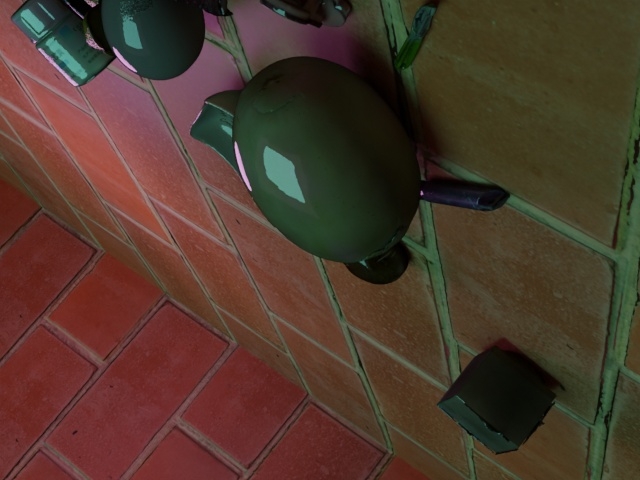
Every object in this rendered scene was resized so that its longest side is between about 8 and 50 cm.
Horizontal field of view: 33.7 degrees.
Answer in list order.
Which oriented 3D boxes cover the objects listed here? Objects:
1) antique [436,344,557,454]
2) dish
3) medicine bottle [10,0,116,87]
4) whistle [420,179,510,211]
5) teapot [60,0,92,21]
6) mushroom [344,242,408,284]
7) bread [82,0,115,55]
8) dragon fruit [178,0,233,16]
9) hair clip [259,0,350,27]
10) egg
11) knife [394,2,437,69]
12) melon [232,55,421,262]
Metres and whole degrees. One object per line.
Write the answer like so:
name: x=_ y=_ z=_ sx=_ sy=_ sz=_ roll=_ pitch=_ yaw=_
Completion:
antique: x=0.318 y=0.282 z=1.889 sx=0.152 sy=0.148 sz=0.147 roll=39 pitch=163 yaw=3
dish: x=-0.131 y=-0.183 z=1.776 sx=0.151 sy=0.077 sz=0.212 roll=43 pitch=163 yaw=-4
medicine bottle: x=-0.441 y=-0.371 z=1.860 sx=0.168 sy=0.135 sz=0.135 roll=48 pitch=162 yaw=-21
whistle: x=0.192 y=-0.063 z=1.471 sx=0.033 sy=0.033 sz=0.176 roll=49 pitch=161 yaw=-30
teapot: x=-0.364 y=-0.386 z=1.740 sx=0.177 sy=0.087 sz=0.096 roll=41 pitch=168 yaw=-5
mushroom: x=0.073 y=0.020 z=1.862 sx=0.170 sy=0.080 sz=0.135 roll=19 pitch=144 yaw=43
bread: x=-0.338 y=-0.359 z=1.616 sx=0.065 sy=0.188 sz=0.149 roll=-13 pitch=125 yaw=23
dragon fruit: x=-0.179 y=-0.366 z=1.410 sx=0.147 sy=0.096 sz=0.102 roll=14 pitch=-168 yaw=-36
hair clip: x=-0.009 y=-0.312 z=1.268 sx=0.123 sy=0.102 sz=0.138 roll=36 pitch=-164 yaw=18
egg: x=-0.243 y=-0.321 z=1.536 sx=0.146 sy=0.146 sz=0.199 roll=30 pitch=148 yaw=29
knife: x=0.110 y=-0.236 z=1.220 sx=0.022 sy=0.026 sz=0.184 roll=10 pitch=166 yaw=-5
melon: x=0.011 y=-0.103 z=1.420 sx=0.223 sy=0.223 sz=0.317 roll=22 pitch=154 yaw=46
